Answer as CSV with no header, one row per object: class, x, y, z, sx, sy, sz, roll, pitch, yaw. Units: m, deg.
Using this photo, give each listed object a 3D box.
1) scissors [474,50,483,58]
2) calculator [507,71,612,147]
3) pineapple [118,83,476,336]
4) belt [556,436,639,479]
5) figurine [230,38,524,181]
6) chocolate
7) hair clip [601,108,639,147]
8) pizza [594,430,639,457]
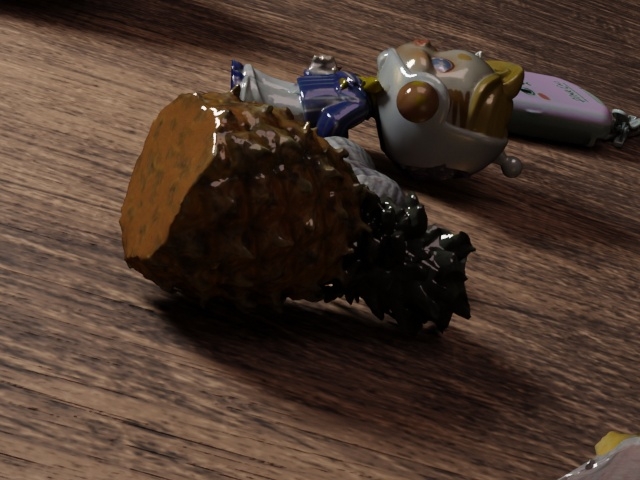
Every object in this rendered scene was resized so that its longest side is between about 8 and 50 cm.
scissors,0.124,-0.155,1.861,0.085,0.022,0.176,13,-19,-16
calculator,0.205,-0.154,2.031,0.246,0.045,0.141,7,22,-24
pineapple,0.000,0.000,1.331,0.278,0.158,0.158,22,17,-25
belt,0.202,0.189,0.992,0.201,0.128,0.124,22,20,18
figurine,0.052,-0.121,1.713,0.274,0.133,0.194,-4,15,-26
chocolate,0.027,-0.035,1.528,0.072,0.072,0.167,9,19,-21
hair clip,0.353,-0.135,2.114,0.030,0.039,0.115,30,20,17
pizza,0.332,0.189,1.186,0.297,0.071,0.189,13,20,-14
